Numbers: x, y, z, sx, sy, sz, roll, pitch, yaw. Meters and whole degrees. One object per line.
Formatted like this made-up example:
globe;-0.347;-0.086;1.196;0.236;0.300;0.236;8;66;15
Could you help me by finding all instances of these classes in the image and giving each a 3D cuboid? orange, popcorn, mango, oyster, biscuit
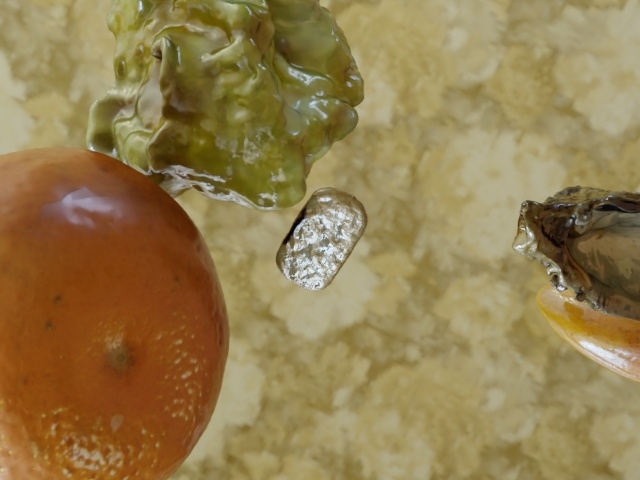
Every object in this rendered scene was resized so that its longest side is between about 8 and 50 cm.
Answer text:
orange;-0.306;0.105;1.502;0.326;0.424;0.424;7;65;44
popcorn;-0.118;-0.198;1.665;0.292;0.293;0.334;-16;52;50
mango;0.424;0.118;1.919;0.154;0.252;0.126;-54;-17;-51
oyster;0.257;0.002;1.057;0.128;0.345;0.078;-58;46;24
biscuit;0.000;0.000;1.476;0.147;0.071;0.018;-58;3;38
